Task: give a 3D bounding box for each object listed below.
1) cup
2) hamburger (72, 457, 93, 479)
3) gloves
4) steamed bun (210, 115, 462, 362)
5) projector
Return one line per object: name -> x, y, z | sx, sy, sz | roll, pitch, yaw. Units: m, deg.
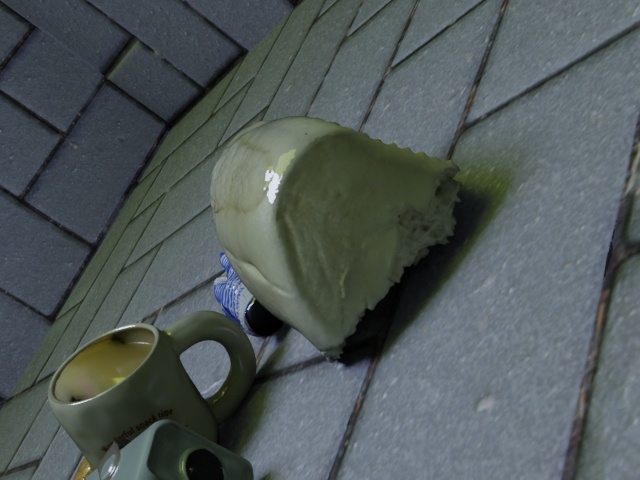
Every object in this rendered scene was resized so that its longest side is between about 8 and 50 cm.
cup -> -0.221, 0.214, 1.211 | 0.173, 0.202, 0.255 | -1, 35, 40
hamburger -> -0.412, 0.421, 1.579 | 0.076, 0.044, 0.083 | -38, 27, 36
gloves -> -0.112, 0.080, 1.349 | 0.097, 0.119, 0.229 | -22, 17, -4
steamed bun -> 0.000, 0.000, 1.065 | 0.290, 0.273, 0.272 | 176, 112, -71
projector -> -0.189, 0.335, 1.007 | 0.177, 0.163, 0.243 | -40, 26, 33
